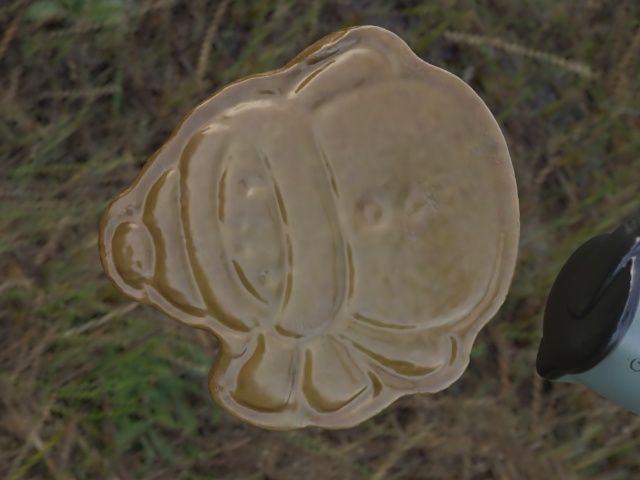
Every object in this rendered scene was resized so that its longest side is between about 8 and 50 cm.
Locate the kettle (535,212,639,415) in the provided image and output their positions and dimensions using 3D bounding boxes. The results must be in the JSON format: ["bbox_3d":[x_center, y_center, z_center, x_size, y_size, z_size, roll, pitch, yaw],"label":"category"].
[{"bbox_3d":[0.336,0.066,1.548,0.236,0.221,0.161,22,26,-21],"label":"kettle"}]

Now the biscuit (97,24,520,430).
[{"bbox_3d":[0.000,0.000,1.452,0.057,0.351,0.312,-167,-126,-86],"label":"biscuit"}]
